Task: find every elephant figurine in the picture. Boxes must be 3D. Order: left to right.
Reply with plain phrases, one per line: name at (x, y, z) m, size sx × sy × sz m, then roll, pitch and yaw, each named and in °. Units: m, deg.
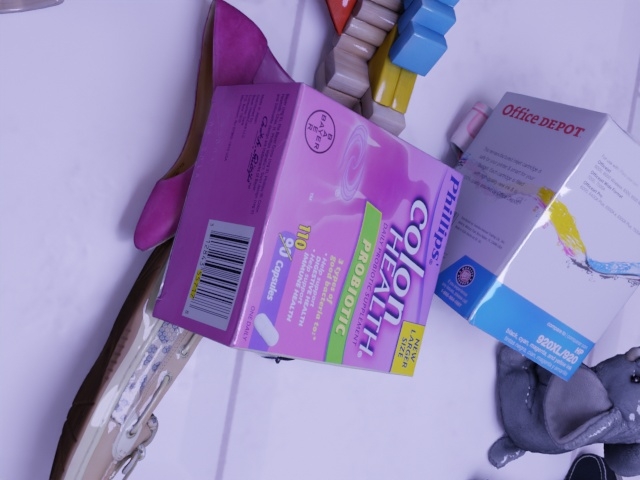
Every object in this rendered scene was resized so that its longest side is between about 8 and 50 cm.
elephant figurine at (0.321, 0.186, 0.789) m, size 0.169 × 0.239 × 0.186 m, roll -15°, pitch 100°, yaw -23°

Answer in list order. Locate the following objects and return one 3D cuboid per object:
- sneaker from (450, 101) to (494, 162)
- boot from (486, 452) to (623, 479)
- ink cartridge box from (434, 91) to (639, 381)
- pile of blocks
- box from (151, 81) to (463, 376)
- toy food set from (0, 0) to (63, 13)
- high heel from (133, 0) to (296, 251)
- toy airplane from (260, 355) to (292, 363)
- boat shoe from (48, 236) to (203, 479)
sneaker at (0.205, -0.096, 0.824) m, size 0.070 × 0.051 × 0.134 m, roll -48°, pitch 118°, yaw 0°
boot at (0.281, 0.332, 0.845) m, size 0.178 × 0.085 × 0.236 m, roll 39°, pitch 51°, yaw -11°
ink cartridge box at (0.234, -0.011, 0.740) m, size 0.168 × 0.171 × 0.233 m, roll 31°, pitch 98°, yaw -27°
pile of blocks at (0.076, -0.281, 0.694) m, size 0.112 × 0.149 × 0.362 m, roll 15°, pitch 88°, yaw -25°
box at (0.000, 0.000, 0.642) m, size 0.243 × 0.117 × 0.214 m, roll 20°, pitch 83°, yaw -46°
toy food set at (-0.304, -0.284, 0.470) m, size 0.092 × 0.306 × 0.220 m, roll -8°, pitch 100°, yaw 20°
high heel at (-0.123, -0.110, 0.647) m, size 0.117 × 0.082 × 0.244 m, roll 46°, pitch 71°, yaw -28°
toy airplane at (-0.028, 0.059, 0.737) m, size 0.151 × 0.028 × 0.151 m, roll -2°, pitch 95°, yaw -26°
boat shoe at (-0.164, 0.133, 0.639) m, size 0.089 × 0.104 × 0.285 m, roll 29°, pitch 81°, yaw -22°
